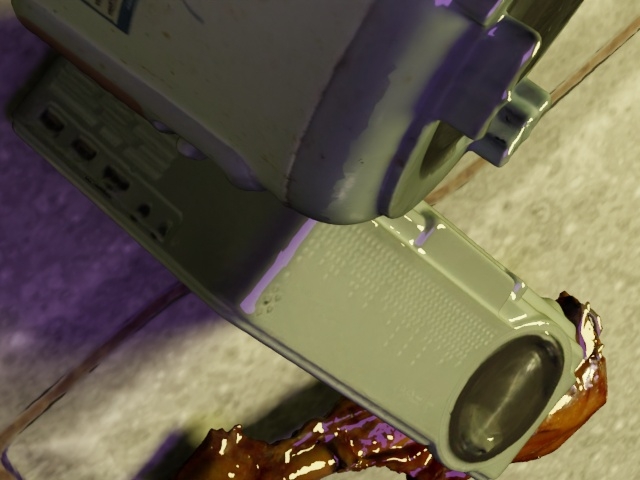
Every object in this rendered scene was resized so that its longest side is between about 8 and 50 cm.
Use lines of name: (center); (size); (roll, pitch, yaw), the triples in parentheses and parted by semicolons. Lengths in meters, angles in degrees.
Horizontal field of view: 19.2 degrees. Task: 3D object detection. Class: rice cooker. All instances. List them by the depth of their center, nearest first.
rice cooker: (-0.019, -0.167, 0.690); (0.264, 0.316, 0.316); (-54, 140, 7)

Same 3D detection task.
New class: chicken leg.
chicken leg: (0.036, 0.106, 1.116); (0.304, 0.093, 0.113); (-17, 113, -23)

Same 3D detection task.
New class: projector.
projector: (0.000, 0.000, 0.905); (0.099, 0.192, 0.256); (-51, 140, 2)
